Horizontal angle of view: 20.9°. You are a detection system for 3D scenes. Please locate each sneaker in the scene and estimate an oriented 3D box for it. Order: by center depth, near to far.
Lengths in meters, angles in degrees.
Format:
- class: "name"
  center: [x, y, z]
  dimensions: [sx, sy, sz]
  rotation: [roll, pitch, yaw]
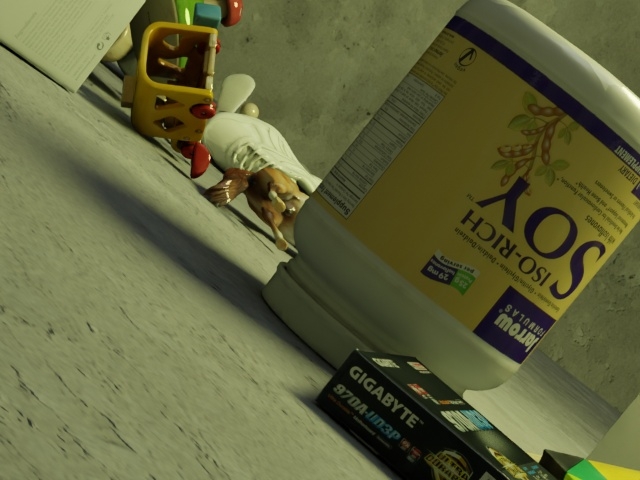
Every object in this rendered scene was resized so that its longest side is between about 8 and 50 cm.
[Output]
- class: "sneaker"
  center: [-0.067, -0.091, 2.318]
  dimensions: [0.232, 0.090, 0.115]
  rotation: [38, 7, 2]

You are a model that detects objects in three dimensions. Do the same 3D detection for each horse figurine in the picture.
- class: "horse figurine"
  center: [-0.024, -0.013, 1.981]
  dimensions: [0.263, 0.066, 0.174]
  rotation: [40, 9, -24]

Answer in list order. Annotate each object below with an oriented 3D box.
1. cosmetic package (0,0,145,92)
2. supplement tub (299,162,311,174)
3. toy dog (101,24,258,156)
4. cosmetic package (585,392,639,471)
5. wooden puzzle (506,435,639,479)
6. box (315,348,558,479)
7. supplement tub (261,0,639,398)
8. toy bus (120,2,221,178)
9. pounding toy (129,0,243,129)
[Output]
- class: "cosmetic package"
  center: [-0.345, -0.306, 1.864]
  dimensions: [0.224, 0.138, 0.224]
  rotation: [33, 7, -43]
- class: "supplement tub"
  center: [-0.043, -0.076, 2.450]
  dimensions: [0.071, 0.071, 0.107]
  rotation: [38, 3, -7]
- class: "toy dog"
  center: [-0.183, -0.251, 2.497]
  dimensions: [0.333, 0.161, 0.220]
  rotation: [40, 4, 14]
- class: "cosmetic package"
  center: [0.466, 0.324, 1.996]
  dimensions: [0.217, 0.156, 0.385]
  rotation: [42, 4, 36]
- class: "wooden puzzle"
  center: [0.310, 0.265, 1.689]
  dimensions: [0.238, 0.044, 0.221]
  rotation: [20, 11, -25]
- class: "box"
  center: [0.099, 0.157, 1.295]
  dimensions: [0.175, 0.051, 0.220]
  rotation: [40, 5, 15]
- class: "supplement tub"
  center: [0.128, -0.021, 1.523]
  dimensions: [0.241, 0.331, 0.241]
  rotation: [38, 4, -3]
- class: "toy bus"
  center: [-0.177, -0.168, 2.005]
  dimensions: [0.104, 0.202, 0.191]
  rotation: [7, 18, -9]
- class: "pounding toy"
  center: [-0.164, -0.255, 2.203]
  dimensions: [0.110, 0.237, 0.183]
  rotation: [-10, 25, -23]
